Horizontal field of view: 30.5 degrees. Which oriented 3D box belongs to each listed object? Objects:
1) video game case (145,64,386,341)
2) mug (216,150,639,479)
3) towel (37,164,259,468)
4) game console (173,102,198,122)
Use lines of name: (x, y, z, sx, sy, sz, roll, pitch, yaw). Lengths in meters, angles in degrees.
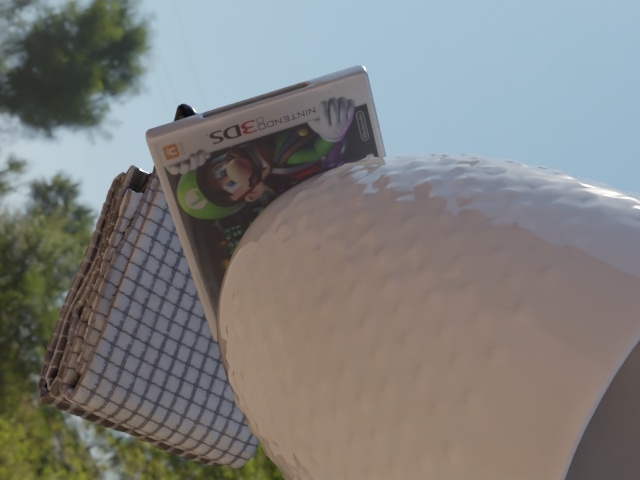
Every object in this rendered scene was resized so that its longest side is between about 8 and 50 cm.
video game case: (-0.027, -0.025, 0.918, 0.022, 0.173, 0.190, -116, -170, -59)
mug: (0.098, 0.125, 0.770, 0.328, 0.276, 0.374, 24, -53, 44)
towel: (-0.151, 0.078, 1.259, 0.121, 0.235, 0.283, -13, -125, 52)
game console: (-0.242, 0.044, 1.655, 0.342, 0.060, 0.386, 106, -5, -65)
